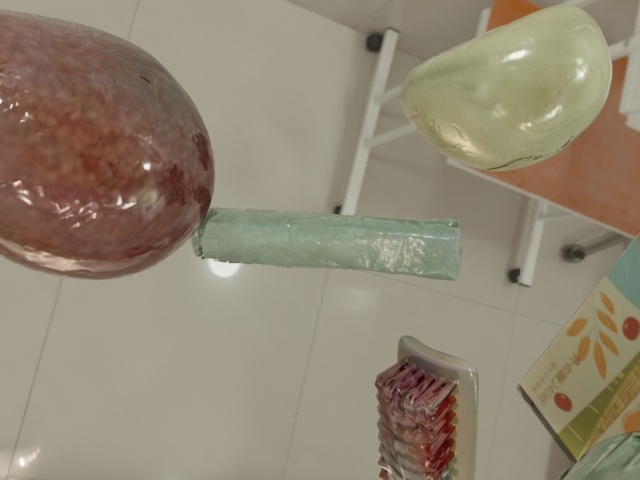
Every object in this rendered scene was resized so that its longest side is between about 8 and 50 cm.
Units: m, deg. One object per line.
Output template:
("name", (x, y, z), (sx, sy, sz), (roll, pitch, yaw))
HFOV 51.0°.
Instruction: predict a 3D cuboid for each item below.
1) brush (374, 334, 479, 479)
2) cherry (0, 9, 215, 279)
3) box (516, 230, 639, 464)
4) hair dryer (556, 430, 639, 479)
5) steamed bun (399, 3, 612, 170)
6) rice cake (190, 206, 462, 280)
("brush", (0.073, 0.212, 0.464), (0.050, 0.060, 0.321), (-31, 127, -38))
("cherry", (-0.232, -0.086, 0.604), (0.221, 0.261, 0.307), (-53, 144, 9))
("box", (0.409, 0.151, 0.622), (0.122, 0.385, 0.345), (-7, 47, -31))
("hair dryer", (0.109, 0.208, 0.311), (0.229, 0.092, 0.267), (26, 87, -44))
("steamed bun", (0.311, -0.232, 1.112), (0.333, 0.312, 0.233), (-22, 102, 18))
("rice cake", (0.000, 0.000, 0.807), (0.336, 0.063, 0.066), (4, 109, 9))
